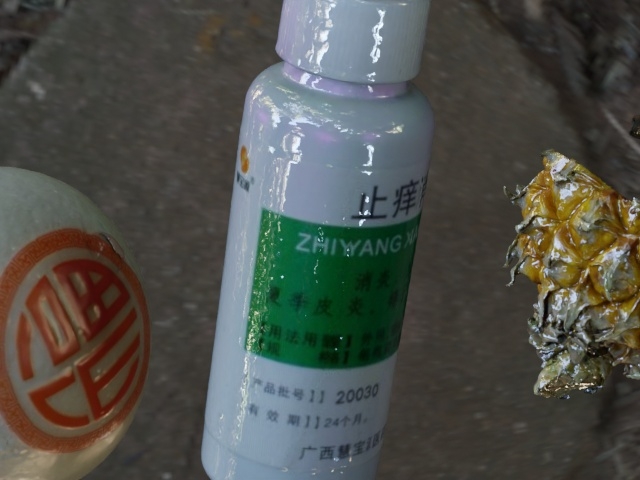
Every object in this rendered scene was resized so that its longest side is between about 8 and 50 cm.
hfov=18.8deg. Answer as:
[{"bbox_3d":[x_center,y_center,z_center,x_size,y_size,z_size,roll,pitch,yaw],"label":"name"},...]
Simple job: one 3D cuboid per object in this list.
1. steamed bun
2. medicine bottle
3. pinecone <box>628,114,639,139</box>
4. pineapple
[{"bbox_3d":[-0.248,0.079,1.580,0.177,0.283,0.283,0,87,41],"label":"steamed bun"},{"bbox_3d":[0.000,0.000,0.930,0.095,0.095,0.260,15,113,21],"label":"medicine bottle"},{"bbox_3d":[0.423,-0.065,1.604,0.296,0.298,0.242,44,146,20],"label":"pinecone"},{"bbox_3d":[0.205,0.032,1.527,0.164,0.140,0.250,-37,55,-1],"label":"pineapple"}]
